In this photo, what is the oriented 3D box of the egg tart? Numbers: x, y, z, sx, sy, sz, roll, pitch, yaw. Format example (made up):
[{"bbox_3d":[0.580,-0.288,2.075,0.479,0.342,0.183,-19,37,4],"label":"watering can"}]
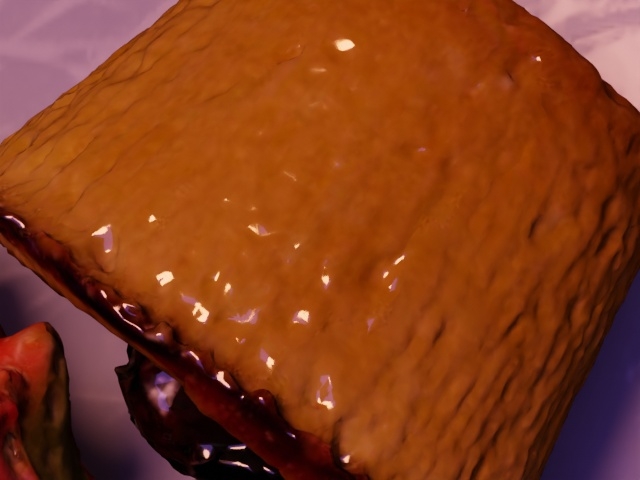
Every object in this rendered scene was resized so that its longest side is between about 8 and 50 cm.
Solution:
[{"bbox_3d":[0.000,0.000,0.607,0.215,0.215,0.171,35,85,16],"label":"egg tart"}]

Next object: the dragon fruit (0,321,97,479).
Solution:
[{"bbox_3d":[-0.195,0.096,0.626,0.231,0.237,0.302,18,116,26],"label":"dragon fruit"}]
